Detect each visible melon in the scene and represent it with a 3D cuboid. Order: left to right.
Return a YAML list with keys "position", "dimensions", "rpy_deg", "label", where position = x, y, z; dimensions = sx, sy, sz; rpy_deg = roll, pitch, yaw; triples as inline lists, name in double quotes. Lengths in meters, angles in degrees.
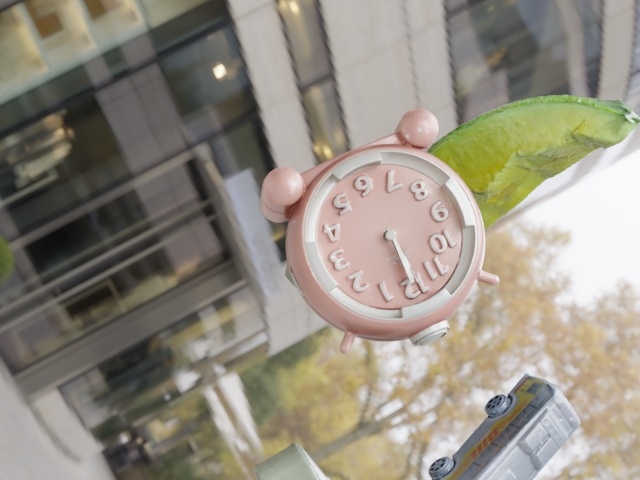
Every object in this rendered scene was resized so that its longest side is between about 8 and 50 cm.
- position: [0.294, -0.130, 1.854]
  dimensions: [0.196, 0.323, 0.124]
  rpy_deg: [25, 40, -56]
  label: "melon"

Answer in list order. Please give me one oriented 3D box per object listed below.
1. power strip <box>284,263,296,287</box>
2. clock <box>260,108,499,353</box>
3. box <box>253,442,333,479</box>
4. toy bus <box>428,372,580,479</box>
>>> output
- position: [0.000, 0.000, 1.784]
  dimensions: [0.080, 0.029, 0.227]
  rpy_deg: [35, -49, 26]
  label: "power strip"
- position: [0.073, 0.008, 1.479]
  dimensions: [0.241, 0.227, 0.142]
  rpy_deg: [63, -9, 11]
  label: "clock"
- position: [0.046, 0.450, 1.638]
  dimensions: [0.373, 0.090, 0.367]
  rpy_deg: [59, -6, 17]
  label: "box"
- position: [0.168, 0.212, 1.251]
  dimensions: [0.064, 0.190, 0.075]
  rpy_deg: [52, -19, -18]
  label: "toy bus"
